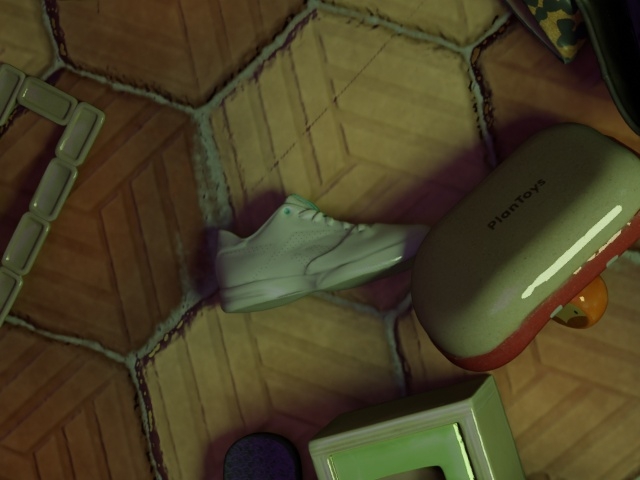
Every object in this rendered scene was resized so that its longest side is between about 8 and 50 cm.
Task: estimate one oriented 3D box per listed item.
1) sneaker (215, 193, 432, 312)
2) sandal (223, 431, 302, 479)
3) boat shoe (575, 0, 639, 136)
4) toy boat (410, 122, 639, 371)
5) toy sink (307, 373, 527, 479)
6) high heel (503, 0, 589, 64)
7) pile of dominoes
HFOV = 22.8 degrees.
[{"bbox_3d":[0.000,0.000,1.418,0.212,0.080,0.094,-14,80,17],"label":"sneaker"},{"bbox_3d":[-0.053,0.307,1.480,0.097,0.054,0.254,7,88,7],"label":"sandal"},{"bbox_3d":[0.241,-0.243,1.250,0.132,0.130,0.355,-14,105,59],"label":"boat shoe"},{"bbox_3d":[0.191,0.023,1.342,0.231,0.151,0.151,-42,125,-1],"label":"toy boat"},{"bbox_3d":[0.104,0.255,1.385,0.153,0.131,0.234,-16,92,16],"label":"toy sink"},{"bbox_3d":[0.106,-0.235,1.348,0.261,0.093,0.186,-4,90,7],"label":"high heel"},{"bbox_3d":[-0.338,-0.053,1.530,0.196,0.040,0.251,28,94,11],"label":"pile of dominoes"}]
